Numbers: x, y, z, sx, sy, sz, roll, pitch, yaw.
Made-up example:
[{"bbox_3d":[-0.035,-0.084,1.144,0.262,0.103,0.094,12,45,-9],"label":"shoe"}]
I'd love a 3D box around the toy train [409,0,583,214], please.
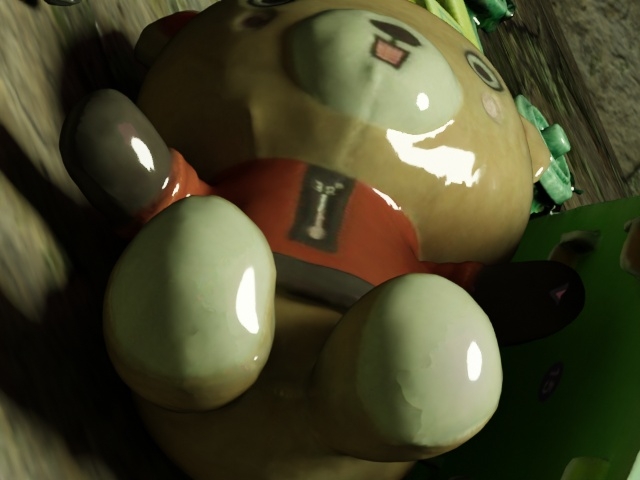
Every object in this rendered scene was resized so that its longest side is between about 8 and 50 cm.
[{"bbox_3d":[0.058,-0.144,1.181,0.237,0.150,0.369,39,29,-45],"label":"toy train"}]

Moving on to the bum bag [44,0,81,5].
[{"bbox_3d":[-0.156,-0.169,0.699,0.198,0.049,0.087,31,43,-64],"label":"bum bag"}]

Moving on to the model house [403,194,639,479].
[{"bbox_3d":[0.202,0.190,0.783,0.324,0.340,0.300,27,-10,-9],"label":"model house"}]

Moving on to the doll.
[{"bbox_3d":[0.000,0.000,0.738,0.330,0.235,0.174,-77,-177,-52],"label":"doll"}]
